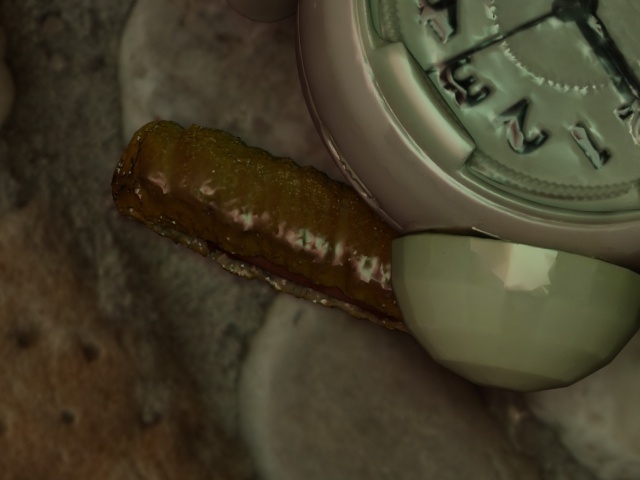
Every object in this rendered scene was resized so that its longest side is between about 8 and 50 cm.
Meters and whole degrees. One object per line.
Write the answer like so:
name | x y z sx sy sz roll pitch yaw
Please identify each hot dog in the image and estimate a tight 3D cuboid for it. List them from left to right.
hot dog | 0.001 -0.001 0.980 0.289 0.068 0.083 22 84 13

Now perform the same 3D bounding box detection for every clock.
clock | 0.141 -0.114 0.887 0.342 0.184 0.326 -35 81 -2
